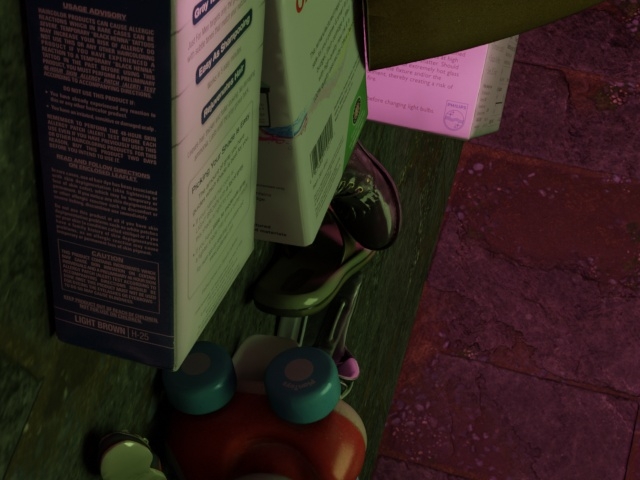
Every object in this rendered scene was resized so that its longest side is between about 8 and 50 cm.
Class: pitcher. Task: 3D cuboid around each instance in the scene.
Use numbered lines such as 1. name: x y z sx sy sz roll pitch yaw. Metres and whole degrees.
1. pitcher: -0.079 0.245 1.377 0.178 0.125 0.207 -42 135 -49

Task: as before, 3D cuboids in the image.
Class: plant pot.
1. plant pot: 0.165 -0.292 1.108 0.237 0.254 0.237 -3 90 -89

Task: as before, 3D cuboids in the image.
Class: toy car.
1. toy car: -0.073 0.259 1.119 0.238 0.210 0.219 -74 161 -46

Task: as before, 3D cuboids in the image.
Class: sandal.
1. sandal: 0.001 0.001 1.480 0.303 0.120 0.086 -55 142 -60

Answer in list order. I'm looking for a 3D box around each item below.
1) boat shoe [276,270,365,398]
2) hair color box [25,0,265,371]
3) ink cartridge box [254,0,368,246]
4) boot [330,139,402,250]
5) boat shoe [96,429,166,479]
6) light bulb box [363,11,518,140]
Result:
1. boat shoe: -0.005 0.184 1.625 0.121 0.119 0.335 -56 156 -60
2. hair color box: -0.116 -0.097 0.810 0.174 0.105 0.347 -62 162 -52
3. ink cartridge box: -0.041 -0.166 1.019 0.278 0.117 0.201 84 21 -45
4. boot: -0.001 -0.060 1.327 0.263 0.091 0.229 63 26 -18
5. boat shoe: -0.174 0.194 1.028 0.043 0.049 0.137 62 -4 25
6. light bulb box: 0.159 -0.338 1.554 0.358 0.225 0.361 -26 128 -74
